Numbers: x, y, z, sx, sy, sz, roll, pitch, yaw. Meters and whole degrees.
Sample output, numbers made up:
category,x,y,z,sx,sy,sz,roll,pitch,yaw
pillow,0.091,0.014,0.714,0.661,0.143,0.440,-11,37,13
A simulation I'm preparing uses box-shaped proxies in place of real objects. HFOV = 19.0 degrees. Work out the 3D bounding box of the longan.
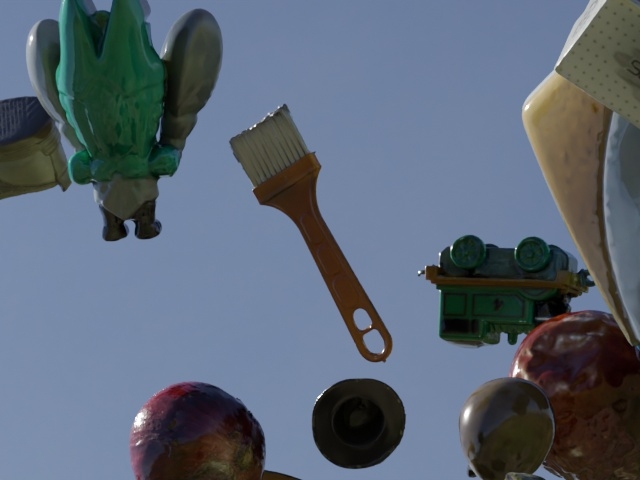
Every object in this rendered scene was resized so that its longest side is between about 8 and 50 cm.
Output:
category,x,y,z,sx,sy,sz,roll,pitch,yaw
longan,0.176,0.186,1.840,0.092,0.113,0.113,24,-52,-25

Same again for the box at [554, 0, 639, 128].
category,x,y,z,sx,sy,sz,roll,pitch,yaw
box,0.337,-0.181,1.636,0.095,0.210,0.330,-56,1,32

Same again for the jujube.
category,x,y,z,sx,sy,sz,roll,pitch,yaw
jujube,0.307,0.194,2.146,0.190,0.190,0.255,-25,-44,-2

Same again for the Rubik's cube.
category,x,y,z,sx,sy,sz,roll,pitch,yaw
Rubik's cube,0.471,-0.101,2.020,0.352,0.352,0.347,-9,-21,-42

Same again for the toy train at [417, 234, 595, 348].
category,x,y,z,sx,sy,sz,roll,pitch,yaw
toy train,0.223,0.065,2.307,0.228,0.136,0.091,4,-7,24

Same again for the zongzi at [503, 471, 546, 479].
category,x,y,z,sx,sy,sz,roll,pitch,yaw
zongzi,0.090,0.222,1.142,0.250,0.125,0.274,-57,-1,18

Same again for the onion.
category,x,y,z,sx,sy,sz,roll,pitch,yaw
onion,-0.109,0.193,1.728,0.131,0.131,0.131,-20,-29,-11

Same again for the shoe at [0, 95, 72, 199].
category,x,y,z,sx,sy,sz,roll,pitch,yaw
shoe,-0.397,-0.085,2.141,0.275,0.103,0.098,-5,-52,31

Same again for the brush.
category,x,y,z,sx,sy,sz,roll,pitch,yaw
brush,0.000,0.000,2.178,0.090,0.314,0.017,-32,-9,23

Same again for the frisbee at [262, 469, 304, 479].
category,x,y,z,sx,sy,sz,roll,pitch,yaw
frisbee,-0.082,0.311,1.946,0.251,0.021,0.250,0,-44,0

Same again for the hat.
category,x,y,z,sx,sy,sz,roll,pitch,yaw
hat,0.044,0.208,2.247,0.121,0.121,0.050,-35,9,16

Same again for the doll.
category,x,y,z,sx,sy,sz,roll,pitch,yaw
doll,-0.214,-0.140,1.914,0.195,0.153,0.258,21,-75,-4
